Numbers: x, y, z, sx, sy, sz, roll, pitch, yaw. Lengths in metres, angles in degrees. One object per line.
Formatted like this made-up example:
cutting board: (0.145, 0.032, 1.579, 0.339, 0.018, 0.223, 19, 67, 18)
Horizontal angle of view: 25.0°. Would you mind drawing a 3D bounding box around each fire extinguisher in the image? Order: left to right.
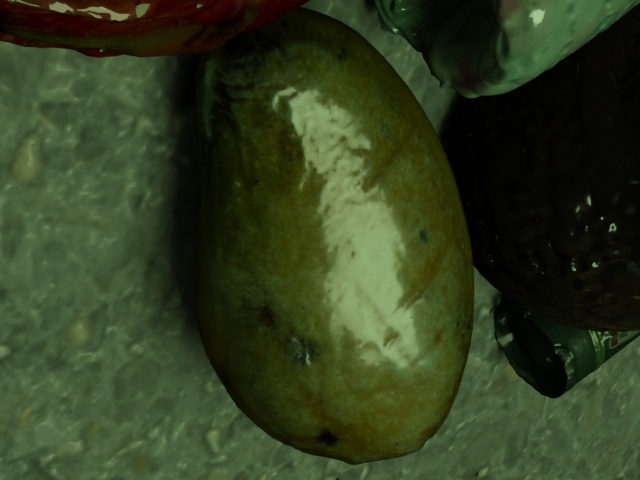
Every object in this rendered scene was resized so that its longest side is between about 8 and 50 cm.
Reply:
fire extinguisher: (0.292, 0.021, 1.278, 0.294, 0.118, 0.093, -33, -179, -20)

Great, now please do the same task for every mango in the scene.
mango: (0.004, -0.001, 0.959, 0.176, 0.175, 0.330, -34, 122, -52)

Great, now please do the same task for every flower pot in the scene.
flower pot: (0.271, -0.036, 1.055, 0.266, 0.267, 0.267, -15, 116, -32)

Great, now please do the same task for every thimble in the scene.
thimble: (0.115, -0.197, 0.900, 0.149, 0.185, 0.211, -34, 171, -17)

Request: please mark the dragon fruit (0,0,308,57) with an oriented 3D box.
dragon fruit: (-0.071, -0.222, 0.640, 0.342, 0.277, 0.277, -50, 139, -4)
